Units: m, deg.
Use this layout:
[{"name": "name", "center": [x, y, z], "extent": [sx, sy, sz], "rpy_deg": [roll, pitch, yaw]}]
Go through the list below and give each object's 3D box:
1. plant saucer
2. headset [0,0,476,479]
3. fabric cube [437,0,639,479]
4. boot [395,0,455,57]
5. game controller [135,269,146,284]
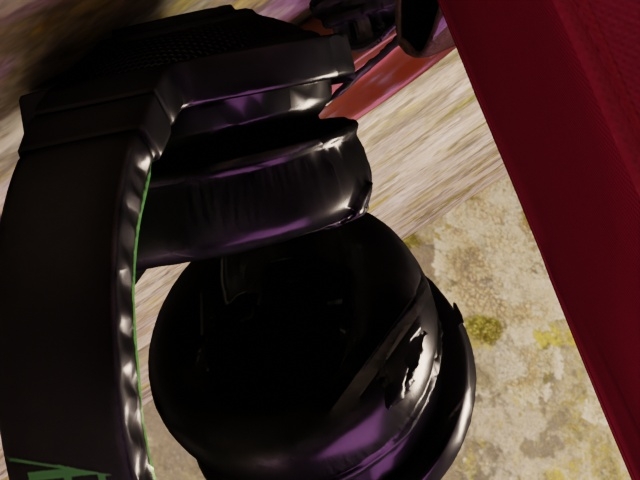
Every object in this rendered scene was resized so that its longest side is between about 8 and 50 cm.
[{"name": "plant saucer", "center": [0.019, -0.099, 1.045], "extent": [0.200, 0.037, 0.200], "rpy_deg": [-34, 176, -3]}, {"name": "headset", "center": [0.000, 0.000, 0.777], "extent": [0.185, 0.243, 0.394], "rpy_deg": [-10, -144, 20]}, {"name": "fabric cube", "center": [0.172, -0.077, 0.514], "extent": [0.259, 0.254, 0.258], "rpy_deg": [-21, 164, 1]}, {"name": "boot", "center": [0.103, -0.110, 0.791], "extent": [0.207, 0.090, 0.248], "rpy_deg": [-26, 136, -34]}, {"name": "game controller", "center": [-0.188, 0.052, 1.082], "extent": [0.166, 0.067, 0.319], "rpy_deg": [-17, 168, -22]}]
